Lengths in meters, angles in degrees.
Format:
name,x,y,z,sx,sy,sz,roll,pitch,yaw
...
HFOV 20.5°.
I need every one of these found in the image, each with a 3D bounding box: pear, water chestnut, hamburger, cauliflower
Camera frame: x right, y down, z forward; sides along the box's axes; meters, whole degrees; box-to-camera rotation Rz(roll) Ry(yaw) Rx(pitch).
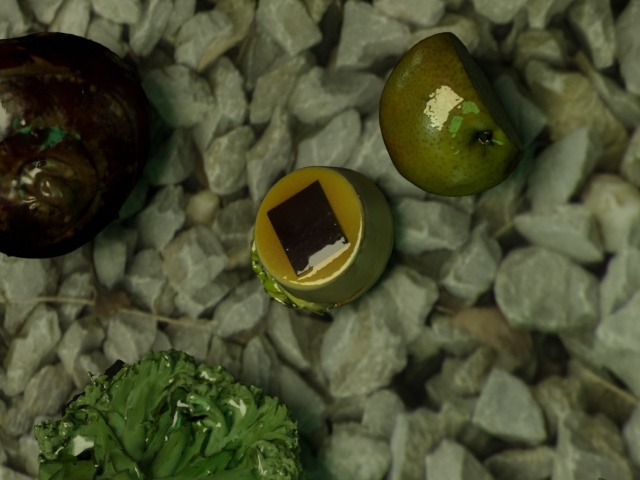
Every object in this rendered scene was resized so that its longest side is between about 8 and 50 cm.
name,x,y,z,sx,sy,sz,roll,pitch,yaw
pear,0.100,-0.099,1.481,0.104,0.141,0.141,-33,67,9
water chestnut,-0.276,-0.103,1.715,0.224,0.238,0.223,1,116,3
hamburger,0.000,0.000,1.579,0.141,0.081,0.126,-48,63,8
cauliflower,-0.142,0.228,1.553,0.275,0.250,0.272,-13,80,28

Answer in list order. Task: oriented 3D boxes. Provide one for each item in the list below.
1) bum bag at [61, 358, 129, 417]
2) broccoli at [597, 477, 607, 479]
name,x,y,z,sx,sy,sz,roll,pitch,yaw
bum bag,-0.214,0.164,1.737,0.124,0.034,0.058,-37,76,27
broccoli,0.197,0.313,1.289,0.348,0.281,0.293,5,94,37
